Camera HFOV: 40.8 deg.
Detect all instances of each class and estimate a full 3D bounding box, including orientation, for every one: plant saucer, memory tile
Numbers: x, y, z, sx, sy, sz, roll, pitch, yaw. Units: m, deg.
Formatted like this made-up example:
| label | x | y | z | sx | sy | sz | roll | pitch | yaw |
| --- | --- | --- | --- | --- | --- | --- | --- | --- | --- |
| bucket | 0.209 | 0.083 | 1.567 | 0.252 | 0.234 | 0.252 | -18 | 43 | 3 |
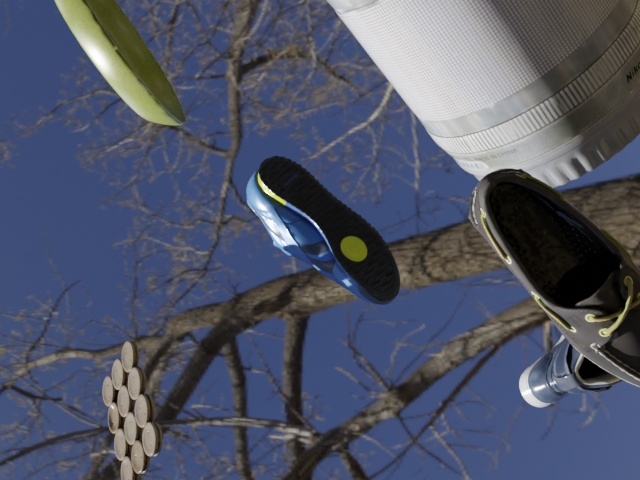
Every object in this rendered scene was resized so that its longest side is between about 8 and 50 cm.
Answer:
| label | x | y | z | sx | sy | sz | roll | pitch | yaw |
| --- | --- | --- | --- | --- | --- | --- | --- | --- | --- |
| plant saucer | -0.236 | -0.225 | 0.981 | 0.037 | 0.241 | 0.241 | -32 | -67 | 4 |
| memory tile | -0.217 | 0.199 | 0.984 | 0.012 | 0.113 | 0.148 | 4 | -134 | -35 |

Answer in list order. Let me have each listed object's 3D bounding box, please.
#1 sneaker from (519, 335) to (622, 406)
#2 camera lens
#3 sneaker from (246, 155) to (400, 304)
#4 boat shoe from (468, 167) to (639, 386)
| label | x | y | z | sx | sy | sz | roll | pitch | yaw |
| --- | --- | --- | --- | --- | --- | --- | --- | --- | --- |
| sneaker | 0.396 | 0.140 | 1.207 | 0.086 | 0.163 | 0.226 | 47 | -119 | 5 |
| camera lens | 0.149 | -0.203 | 0.749 | 0.274 | 0.219 | 0.219 | 48 | -125 | -24 |
| sneaker | 0.000 | 0.000 | 0.948 | 0.209 | 0.082 | 0.069 | 43 | -129 | 11 |
| boat shoe | 0.202 | 0.035 | 0.654 | 0.228 | 0.081 | 0.069 | 44 | -171 | 6 |
